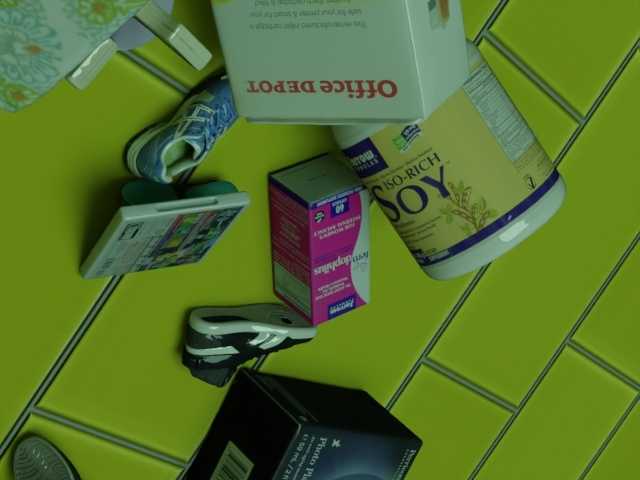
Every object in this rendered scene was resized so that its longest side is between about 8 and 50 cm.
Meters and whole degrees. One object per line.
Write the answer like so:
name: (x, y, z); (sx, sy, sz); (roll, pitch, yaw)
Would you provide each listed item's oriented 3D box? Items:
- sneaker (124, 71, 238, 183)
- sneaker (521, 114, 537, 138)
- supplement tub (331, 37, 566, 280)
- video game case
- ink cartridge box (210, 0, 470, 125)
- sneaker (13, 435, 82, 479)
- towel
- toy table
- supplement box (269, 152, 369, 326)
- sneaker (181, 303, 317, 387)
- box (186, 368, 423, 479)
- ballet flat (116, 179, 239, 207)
sneaker: (-0.162, -0.147, 1.823); (0.211, 0.081, 0.080); (-43, 132, -12)
sneaker: (0.237, -0.162, 2.115); (0.153, 0.101, 0.268); (-54, 137, -3)
supplement tub: (0.166, -0.138, 1.897); (0.241, 0.241, 0.331); (-37, 98, -15)
video game case: (-0.213, -0.006, 1.818); (0.184, 0.023, 0.201); (-9, 159, -30)
ink cartridge box: (0.008, -0.347, 1.636); (0.160, 0.279, 0.384); (-43, 129, -49)
sneaker: (-0.379, 0.373, 1.978); (0.083, 0.118, 0.222); (-26, 103, 0)
towel: (-0.339, -0.321, 1.388); (0.320, 0.090, 0.374); (38, 133, -24)
toy table: (-0.250, -0.309, 1.603); (0.274, 0.161, 0.252); (26, 98, -45)
supplement box: (0.000, 0.000, 2.021); (0.111, 0.114, 0.220); (-22, 129, -28)
sneaker: (-0.116, 0.165, 2.059); (0.217, 0.079, 0.121); (4, 116, -31)
box: (-0.037, 0.391, 2.179); (0.294, 0.183, 0.296); (15, 106, -44)
ballet flat: (-0.204, -0.045, 1.864); (0.203, 0.074, 0.074); (-5, 118, -42)
